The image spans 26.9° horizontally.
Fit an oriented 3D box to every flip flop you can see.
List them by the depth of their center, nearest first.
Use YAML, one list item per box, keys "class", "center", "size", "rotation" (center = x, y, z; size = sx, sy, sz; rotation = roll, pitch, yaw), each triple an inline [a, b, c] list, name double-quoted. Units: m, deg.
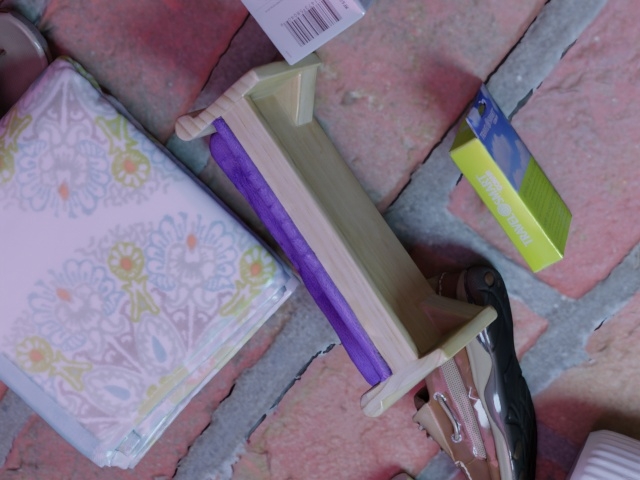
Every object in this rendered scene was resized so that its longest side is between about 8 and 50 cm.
- class: "flip flop"
  center: [-0.402, -0.147, 1.513]
  size: [0.277, 0.080, 0.112]
  rotation: [-39, 101, 26]

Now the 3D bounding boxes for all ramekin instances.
- class: "ramekin"
  center: [0.315, 0.310, 1.492]
  size: [0.109, 0.207, 0.207]
  rotation: [26, 120, 11]

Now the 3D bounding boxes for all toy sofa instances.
- class: "toy sofa"
  center: [0.000, 0.000, 1.391]
  size: [0.177, 0.150, 0.363]
  rotation: [-36, 87, 30]

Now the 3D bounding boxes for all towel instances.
- class: "towel"
  center: [-0.256, 0.034, 1.502]
  size: [0.374, 0.090, 0.320]
  rotation: [43, 97, -4]

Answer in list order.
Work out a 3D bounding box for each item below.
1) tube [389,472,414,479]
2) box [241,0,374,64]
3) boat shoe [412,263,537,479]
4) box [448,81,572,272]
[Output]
- class: "tube"
  center: [0.170, 0.382, 1.648]
  size: [0.240, 0.062, 0.070]
  rotation: [41, 154, -12]
- class: "box"
  center: [-0.013, -0.254, 1.354]
  size: [0.101, 0.087, 0.102]
  rotation: [-31, 104, 26]
- class: "boat shoe"
  center: [0.168, 0.181, 1.519]
  size: [0.119, 0.122, 0.324]
  rotation: [-6, 106, 23]
- class: "box"
  center: [0.194, -0.066, 1.383]
  size: [0.042, 0.109, 0.178]
  rotation: [-30, 105, 27]
